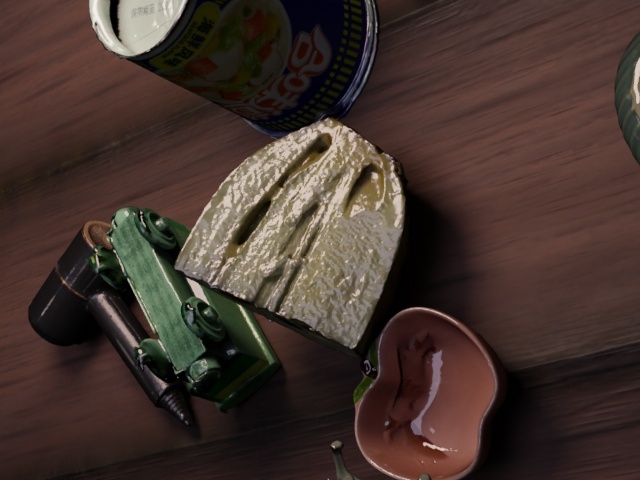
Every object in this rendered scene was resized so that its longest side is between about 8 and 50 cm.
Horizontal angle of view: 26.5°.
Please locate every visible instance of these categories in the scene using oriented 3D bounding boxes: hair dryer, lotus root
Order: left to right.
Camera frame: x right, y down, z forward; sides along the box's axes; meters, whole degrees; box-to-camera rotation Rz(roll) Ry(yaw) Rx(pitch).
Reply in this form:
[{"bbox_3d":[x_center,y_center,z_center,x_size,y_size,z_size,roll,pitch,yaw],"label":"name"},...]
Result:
[{"bbox_3d":[-0.294,0.156,1.998,0.189,0.107,0.352,-51,59,23],"label":"hair dryer"},{"bbox_3d":[-0.005,-0.016,1.727,0.267,0.149,0.260,22,81,19],"label":"lotus root"}]

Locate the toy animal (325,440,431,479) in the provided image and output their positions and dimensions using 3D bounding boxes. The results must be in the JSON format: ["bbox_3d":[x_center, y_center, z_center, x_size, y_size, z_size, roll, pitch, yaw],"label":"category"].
[{"bbox_3d":[0.093,0.341,1.585,0.217,0.073,0.176,19,133,33],"label":"toy animal"}]

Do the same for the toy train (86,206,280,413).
[{"bbox_3d":[-0.187,0.088,1.848,0.120,0.202,0.300,-40,59,13],"label":"toy train"}]

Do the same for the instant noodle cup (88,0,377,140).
[{"bbox_3d":[-0.127,-0.297,1.802,0.284,0.312,0.284,-9,76,39],"label":"instant noodle cup"}]

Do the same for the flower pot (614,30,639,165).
[{"bbox_3d":[0.411,-0.137,1.422,0.189,0.157,0.243,-43,58,23],"label":"flower pot"}]

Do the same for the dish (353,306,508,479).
[{"bbox_3d":[0.143,0.189,1.623,0.213,0.090,0.213,-7,78,38],"label":"dish"}]
